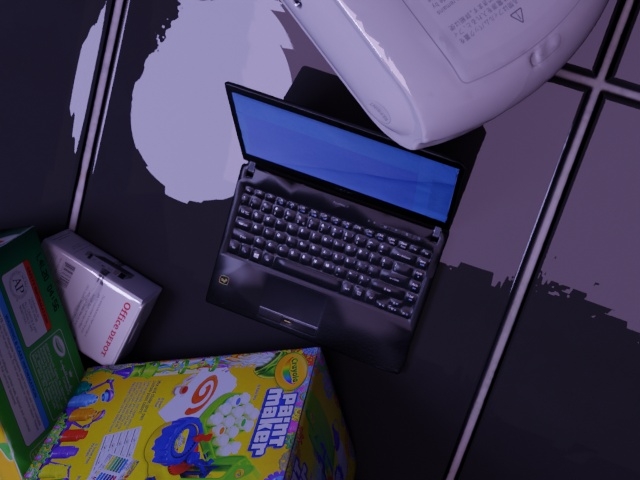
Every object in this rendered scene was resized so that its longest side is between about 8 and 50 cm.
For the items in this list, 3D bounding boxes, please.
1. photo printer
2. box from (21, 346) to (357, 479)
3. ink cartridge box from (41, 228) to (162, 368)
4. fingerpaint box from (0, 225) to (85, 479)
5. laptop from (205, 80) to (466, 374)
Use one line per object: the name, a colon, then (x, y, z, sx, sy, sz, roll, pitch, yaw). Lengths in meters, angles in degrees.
photo printer: (0.088, -0.249, 0.760, 0.256, 0.107, 0.307, -39, 92, -17)
box: (-0.133, 0.272, 0.877, 0.279, 0.290, 0.177, -7, 121, 17)
ink cartridge box: (-0.263, 0.066, 1.005, 0.135, 0.056, 0.099, 32, 110, 6)
fingerpaint box: (-0.444, 0.231, 1.005, 0.371, 0.163, 0.445, -8, 109, 19)
laptop: (0.000, 0.000, 0.879, 0.234, 0.136, 0.264, 20, 107, 10)
